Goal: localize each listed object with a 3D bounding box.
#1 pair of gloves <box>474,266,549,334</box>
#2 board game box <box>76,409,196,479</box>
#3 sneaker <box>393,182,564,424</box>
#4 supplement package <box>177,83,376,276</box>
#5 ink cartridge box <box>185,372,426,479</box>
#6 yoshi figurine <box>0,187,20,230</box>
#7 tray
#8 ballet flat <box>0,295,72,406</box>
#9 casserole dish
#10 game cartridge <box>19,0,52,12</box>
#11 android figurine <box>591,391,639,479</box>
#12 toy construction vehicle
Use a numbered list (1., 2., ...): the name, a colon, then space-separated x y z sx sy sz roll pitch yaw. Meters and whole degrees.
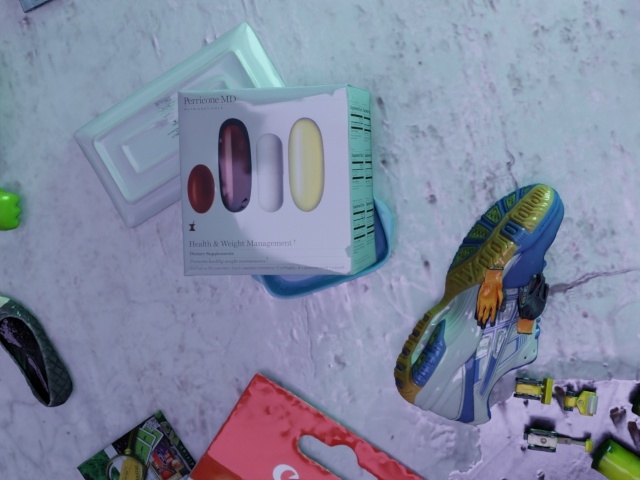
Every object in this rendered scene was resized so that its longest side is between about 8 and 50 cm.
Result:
1. pair of gloves: 0.210 0.067 1.141 0.083 0.010 0.074 7 104 -16
2. board game box: -0.190 0.363 1.344 0.136 0.030 0.259 -36 89 15
3. sneaker: 0.209 0.077 1.207 0.131 0.112 0.296 29 101 -15
4. supplement package: -0.045 -0.067 1.167 0.194 0.149 0.203 -1 94 12
5. ink cartridge box: -0.059 0.406 1.268 0.308 0.091 0.385 33 96 3
6. yoshi figurine: -0.497 -0.076 1.308 0.203 0.204 0.362 39 124 45
7. tray: -0.170 -0.140 1.280 0.270 0.030 0.145 -31 89 13
8. ballet flat: -0.382 0.140 1.344 0.057 0.049 0.173 -39 88 12
9. casserole dish: 0.000 0.000 1.259 0.188 0.037 0.114 -19 92 12
10. game cartridge: -0.347 -0.327 1.300 0.083 0.017 0.056 -22 88 13
11. android figurine: 0.461 0.289 1.194 0.273 0.056 0.248 35 101 7
12. toy construction vehicle: 0.277 0.207 1.234 0.098 0.035 0.086 4 86 8
